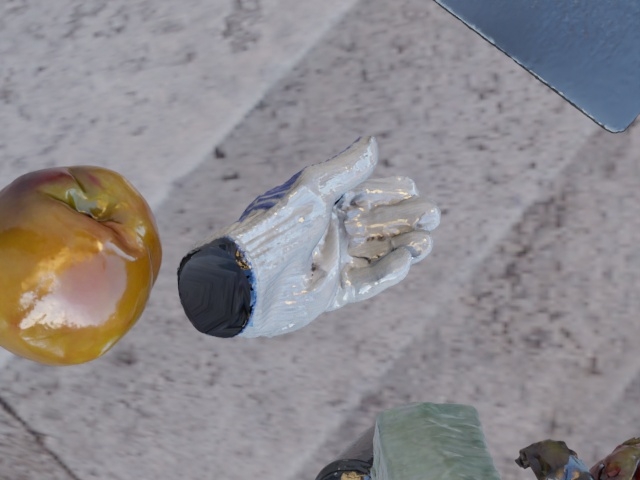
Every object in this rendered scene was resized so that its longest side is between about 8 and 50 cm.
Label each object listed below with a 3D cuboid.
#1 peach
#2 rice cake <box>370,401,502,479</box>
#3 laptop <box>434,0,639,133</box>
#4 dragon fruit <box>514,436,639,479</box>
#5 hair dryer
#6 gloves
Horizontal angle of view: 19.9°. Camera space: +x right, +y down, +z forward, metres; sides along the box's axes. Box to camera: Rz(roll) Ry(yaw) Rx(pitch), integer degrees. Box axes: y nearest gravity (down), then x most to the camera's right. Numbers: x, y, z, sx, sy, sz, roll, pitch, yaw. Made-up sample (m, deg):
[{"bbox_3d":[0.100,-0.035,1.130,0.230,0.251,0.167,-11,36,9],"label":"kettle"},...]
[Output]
[{"bbox_3d":[-0.175,0.016,1.223,0.138,0.138,0.138,0,90,-29],"label":"peach"},{"bbox_3d":[0.056,0.118,0.542,0.045,0.245,0.042,1,113,-12],"label":"rice cake"},{"bbox_3d":[0.139,-0.157,0.782,0.135,0.016,0.197,37,109,-8],"label":"laptop"},{"bbox_3d":[0.267,0.239,1.279,0.269,0.291,0.250,-4,96,-1],"label":"dragon fruit"},{"bbox_3d":[0.003,0.268,1.459,0.070,0.114,0.248,28,107,11],"label":"hair dryer"},{"bbox_3d":[-0.006,0.000,1.249,0.229,0.097,0.119,-19,117,-41],"label":"gloves"}]
